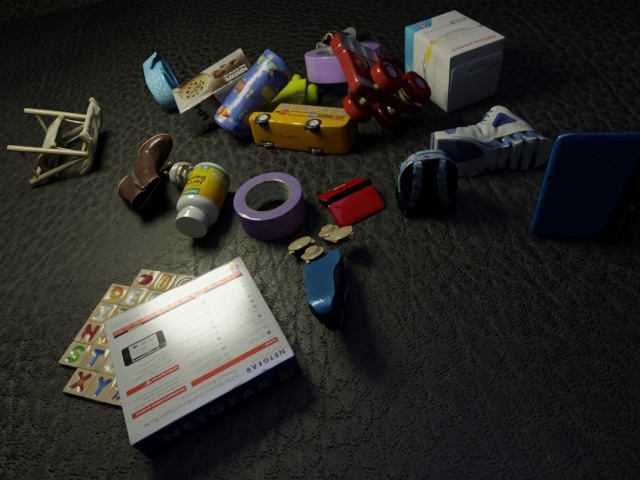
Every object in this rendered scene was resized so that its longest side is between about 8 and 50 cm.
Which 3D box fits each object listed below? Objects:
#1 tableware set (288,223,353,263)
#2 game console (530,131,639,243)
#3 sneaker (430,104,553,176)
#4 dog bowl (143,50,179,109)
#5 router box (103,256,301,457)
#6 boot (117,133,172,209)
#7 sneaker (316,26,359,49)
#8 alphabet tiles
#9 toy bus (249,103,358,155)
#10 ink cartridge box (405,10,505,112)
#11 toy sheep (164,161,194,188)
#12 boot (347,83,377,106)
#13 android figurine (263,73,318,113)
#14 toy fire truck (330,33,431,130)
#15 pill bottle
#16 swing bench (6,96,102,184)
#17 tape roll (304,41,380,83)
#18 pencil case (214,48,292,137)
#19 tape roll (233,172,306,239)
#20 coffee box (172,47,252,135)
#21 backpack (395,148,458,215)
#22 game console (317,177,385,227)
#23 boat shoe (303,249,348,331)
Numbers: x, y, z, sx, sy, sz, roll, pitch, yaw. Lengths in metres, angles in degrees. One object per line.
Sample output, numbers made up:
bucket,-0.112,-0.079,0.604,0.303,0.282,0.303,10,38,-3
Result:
tableware set,0.000,0.000,1.098,0.168,0.020,0.141,-28,21,-11
game console,0.619,-0.148,0.952,0.173,0.293,0.250,31,61,32
sneaker,0.460,-0.284,1.235,0.315,0.127,0.182,-1,44,1
dog bowl,-0.624,-0.625,1.735,0.074,0.166,0.297,-28,49,2
router box,-0.259,0.225,0.934,0.335,0.082,0.301,-26,50,-13
boot,-0.517,-0.213,1.352,0.248,0.090,0.207,-52,41,-6
sneaker,0.073,-0.807,1.781,0.100,0.108,0.271,19,54,28
alphabet tiles,-0.439,0.213,1.041,0.285,0.011,0.343,6,50,17
toy bus,-0.056,-0.362,1.408,0.332,0.108,0.130,12,52,21
ink cartridge box,0.433,-0.596,1.455,0.198,0.197,0.270,-22,48,-9
toy sheep,-0.428,-0.203,1.360,0.132,0.091,0.091,17,54,32
boot,0.204,-0.521,1.525,0.197,0.073,0.152,39,66,23
android figurine,-0.132,-0.515,1.597,0.248,0.056,0.273,-6,47,6
toy fire truck,0.183,-0.497,1.348,0.302,0.169,0.254,2,62,-38
pill bottle,-0.334,-0.112,1.237,0.117,0.118,0.208,0,49,11
swing bench,-0.899,-0.352,1.546,0.254,0.165,0.253,-11,47,-5
tape roll,0.083,-0.654,1.606,0.274,0.090,0.275,-7,32,4
pencil case,-0.222,-0.479,1.469,0.306,0.133,0.119,-49,44,8
tape roll,-0.137,-0.097,1.209,0.188,0.080,0.189,-6,48,7
coffee box,-0.361,-0.532,1.573,0.297,0.119,0.168,-30,52,2
backpack,0.269,-0.159,1.116,0.158,0.173,0.117,-5,48,9
game console,0.083,-0.107,1.216,0.144,0.085,0.124,-26,18,-12
boat shoe,0.009,0.109,0.982,0.109,0.089,0.258,-16,23,16
